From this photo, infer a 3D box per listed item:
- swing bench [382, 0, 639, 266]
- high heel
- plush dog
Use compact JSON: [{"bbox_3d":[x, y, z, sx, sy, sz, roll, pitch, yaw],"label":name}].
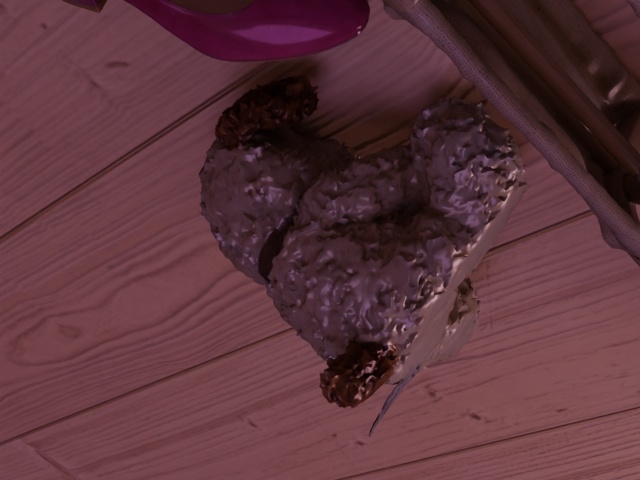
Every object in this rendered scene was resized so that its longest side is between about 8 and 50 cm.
[{"bbox_3d":[0.174,-0.110,0.548,0.253,0.165,0.254,40,154,-26],"label":"swing bench"},{"bbox_3d":[-0.088,-0.188,0.673,0.244,0.082,0.117,19,154,19],"label":"high heel"},{"bbox_3d":[0.000,0.000,0.808,0.225,0.210,0.262,35,146,21],"label":"plush dog"}]
